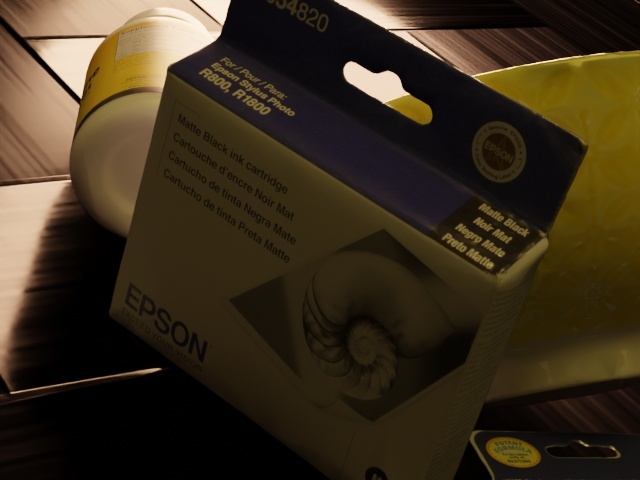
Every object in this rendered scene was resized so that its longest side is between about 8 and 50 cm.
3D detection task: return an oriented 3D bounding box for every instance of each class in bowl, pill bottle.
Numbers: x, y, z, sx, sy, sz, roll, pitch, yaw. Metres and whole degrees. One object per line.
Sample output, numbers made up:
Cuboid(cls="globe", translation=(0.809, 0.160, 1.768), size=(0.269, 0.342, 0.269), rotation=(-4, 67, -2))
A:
Cuboid(cls="bowl", translation=(0.131, 0.011, 0.846), size=(0.289, 0.289, 0.156), rotation=(-3, 78, -33))
Cuboid(cls="pill bottle", translation=(-0.106, -0.084, 0.966), size=(0.103, 0.103, 0.184), rotation=(12, 29, -10))

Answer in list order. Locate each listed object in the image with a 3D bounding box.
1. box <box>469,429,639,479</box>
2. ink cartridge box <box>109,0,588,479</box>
Cuboid(cls="box", translation=(0.167, 0.179, 0.729), size=(0.136, 0.036, 0.225), rotation=(4, 33, -24))
Cuboid(cls="ink cartridge box", translation=(0.000, 0.000, 0.754), size=(0.223, 0.224, 0.045), rotation=(33, 32, 26))
